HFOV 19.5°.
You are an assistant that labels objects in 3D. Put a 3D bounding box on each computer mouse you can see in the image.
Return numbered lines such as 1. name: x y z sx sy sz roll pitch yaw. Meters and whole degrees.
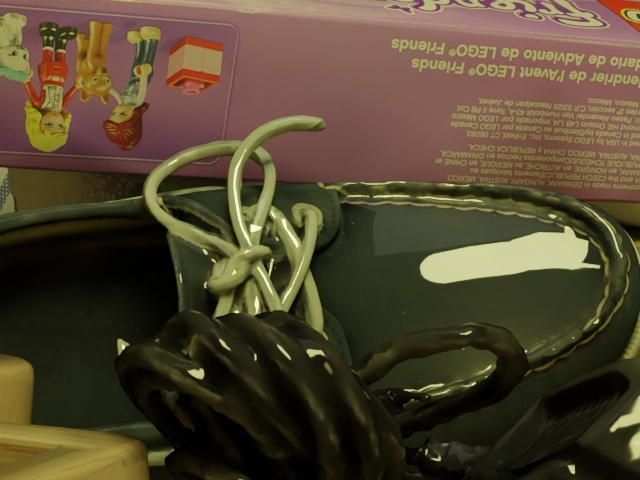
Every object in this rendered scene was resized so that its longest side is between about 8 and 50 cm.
1. computer mouse: 0.104 0.071 0.375 0.272 0.072 0.188 3 -16 9

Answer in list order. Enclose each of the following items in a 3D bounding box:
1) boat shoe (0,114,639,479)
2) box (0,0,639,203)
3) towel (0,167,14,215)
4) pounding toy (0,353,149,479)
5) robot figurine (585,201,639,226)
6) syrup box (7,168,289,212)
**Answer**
1. boat shoe: -0.036 0.022 0.511 0.254 0.095 0.079 -5 -27 6
2. box: -0.023 -0.078 0.632 0.293 0.057 0.201 3 22 -19
3. towel: -0.106 -0.076 0.879 0.285 0.209 0.034 7 -25 37
4. pounding toy: -0.119 0.081 0.360 0.181 0.094 0.206 1 6 27
5. robot figurine: 0.088 -0.114 0.932 0.353 0.200 0.300 9 45 35
6. syrup box: 0.000 0.000 0.680 0.096 0.093 0.237 7 16 32
